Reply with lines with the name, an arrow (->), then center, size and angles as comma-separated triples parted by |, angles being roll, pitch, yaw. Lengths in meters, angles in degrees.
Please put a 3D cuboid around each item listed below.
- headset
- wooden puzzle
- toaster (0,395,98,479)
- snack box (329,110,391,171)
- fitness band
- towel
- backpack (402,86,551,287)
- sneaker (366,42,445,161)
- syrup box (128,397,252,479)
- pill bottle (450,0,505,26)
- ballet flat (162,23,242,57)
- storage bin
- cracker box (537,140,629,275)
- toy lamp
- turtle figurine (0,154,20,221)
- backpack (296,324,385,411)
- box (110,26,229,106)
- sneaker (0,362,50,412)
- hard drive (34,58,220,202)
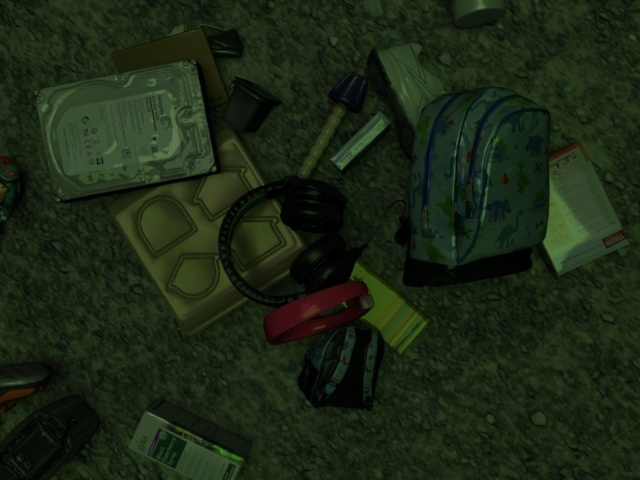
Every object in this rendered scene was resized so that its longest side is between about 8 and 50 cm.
headset -> 0.000, 0.000, 1.190 | 0.395, 0.185, 0.243 | -11, 75, -2
wooden puzzle -> -0.236, -0.020, 1.284 | 0.322, 0.080, 0.347 | -32, 84, 4
toaster -> -0.580, 0.427, 1.281 | 0.129, 0.146, 0.227 | 45, 95, 1
snack box -> 0.084, -0.199, 1.238 | 0.141, 0.100, 0.037 | -44, 88, 4
fitness band -> -0.008, 0.148, 1.164 | 0.209, 0.291, 0.054 | -18, 76, -11
towel -> 0.116, 0.132, 1.286 | 0.237, 0.021, 0.102 | 41, 89, 3
backpack -> 0.295, -0.105, 1.115 | 0.290, 0.273, 0.355 | -6, 88, -33
sneaker -> 0.208, -0.273, 1.227 | 0.129, 0.111, 0.297 | -25, 95, -12
syrup box -> -0.277, 0.441, 1.284 | 0.237, 0.096, 0.093 | 25, 93, 2
pill bottle -> 0.302, -0.558, 1.197 | 0.131, 0.131, 0.229 | -8, 91, 5
ballet flat -> -0.268, -0.425, 1.276 | 0.203, 0.074, 0.074 | -2, 91, -2
storage bin -> -0.155, -0.279, 1.244 | 0.098, 0.135, 0.091 | 34, 103, 3
cracker box -> 0.501, -0.064, 1.227 | 0.156, 0.067, 0.232 | -25, 89, 5
toy lamp -> 0.014, -0.222, 1.256 | 0.080, 0.080, 0.274 | 28, 95, 3
turtle figurine -> -0.715, -0.094, 1.295 | 0.175, 0.118, 0.234 | 42, 110, 17
backpack -> 0.045, 0.248, 1.224 | 0.158, 0.117, 0.173 | 11, 98, -27
box -> -0.314, -0.345, 1.263 | 0.201, 0.021, 0.164 | -14, 123, 5
sneaker -> -0.723, 0.380, 1.317 | 0.321, 0.124, 0.179 | -12, 95, 15
hard drive -> -0.391, -0.220, 1.220 | 0.339, 0.064, 0.236 | -10, 91, 1
